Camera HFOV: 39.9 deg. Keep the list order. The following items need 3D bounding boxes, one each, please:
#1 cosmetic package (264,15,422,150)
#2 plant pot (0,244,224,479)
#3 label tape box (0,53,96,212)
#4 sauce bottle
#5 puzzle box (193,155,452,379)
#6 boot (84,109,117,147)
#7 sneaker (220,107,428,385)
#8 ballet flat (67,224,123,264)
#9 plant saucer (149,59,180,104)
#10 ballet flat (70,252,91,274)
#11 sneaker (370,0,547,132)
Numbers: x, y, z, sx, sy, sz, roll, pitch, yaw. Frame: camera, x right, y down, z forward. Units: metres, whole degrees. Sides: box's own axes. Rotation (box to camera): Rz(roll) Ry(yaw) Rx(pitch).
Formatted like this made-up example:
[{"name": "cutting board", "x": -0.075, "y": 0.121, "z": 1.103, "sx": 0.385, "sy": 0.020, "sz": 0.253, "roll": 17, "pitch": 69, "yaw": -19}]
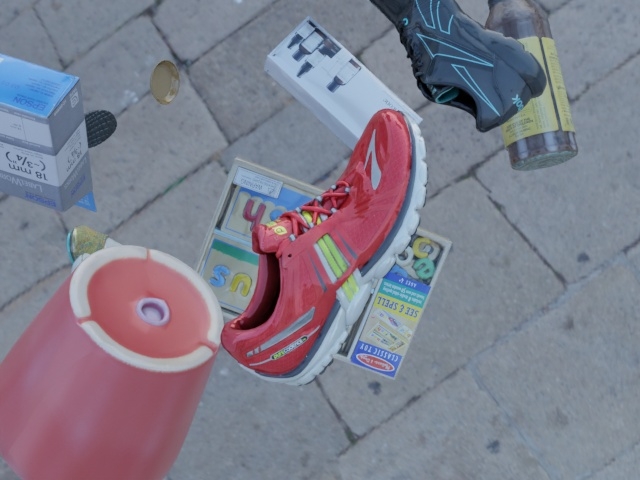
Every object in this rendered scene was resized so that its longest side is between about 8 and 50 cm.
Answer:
[{"name": "cosmetic package", "x": 0.034, "y": -0.225, "z": 1.351, "sx": 0.239, "sy": 0.060, "sz": 0.099, "roll": 42, "pitch": 77, "yaw": 1}, {"name": "plant pot", "x": -0.256, "y": 0.156, "z": 1.114, "sx": 0.243, "sy": 0.275, "sz": 0.275, "roll": -54, "pitch": 48, "yaw": 36}, {"name": "label tape box", "x": -0.512, "y": -0.150, "z": 1.452, "sx": 0.240, "sy": 0.334, "sz": 0.106, "roll": 18, "pitch": 52, "yaw": 6}, {"name": "sauce bottle", "x": 0.318, "y": -0.285, "z": 1.383, "sx": 0.111, "sy": 0.111, "sz": 0.344, "roll": -11, "pitch": 79, "yaw": 17}, {"name": "puzzle box", "x": -0.008, "y": 0.051, "z": 1.543, "sx": 0.409, "sy": 0.052, "sz": 0.272, "roll": 20, "pitch": 99, "yaw": -5}, {"name": "boot", "x": -0.623, "y": -0.260, "z": 2.098, "sx": 0.246, "sy": 0.083, "sz": 0.161, "roll": -31, "pitch": 37, "yaw": -22}, {"name": "sneaker", "x": 0.000, "y": 0.000, "z": 0.795, "sx": 0.279, "sy": 0.118, "sz": 0.107, "roll": -63, "pitch": 25, "yaw": 3}, {"name": "ballet flat", "x": -0.472, "y": 0.062, "z": 1.983, "sx": 0.123, "sy": 0.348, "sz": 0.123, "roll": 0, "pitch": 63, "yaw": 0}, {"name": "plant saucer", "x": -0.294, "y": -0.295, "z": 1.643, "sx": 0.015, "sy": 0.083, "sz": 0.083, "roll": 10, "pitch": 69, "yaw": 29}, {"name": "ballet flat", "x": -0.345, "y": 0.055, "z": 1.401, "sx": 0.077, "sy": 0.221, "sz": 0.079, "roll": -37, "pitch": 82, "yaw": 20}, {"name": "sneaker", "x": 0.142, "y": -0.236, "z": 1.068, "sx": 0.267, "sy": 0.101, "sz": 0.106, "roll": 42, "pitch": 89, "yaw": 22}]
